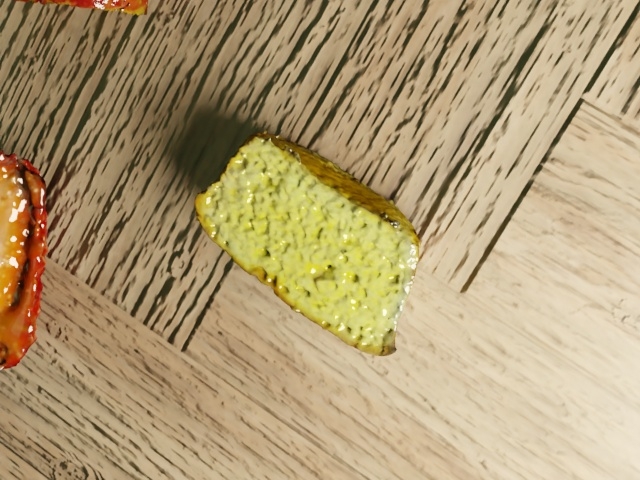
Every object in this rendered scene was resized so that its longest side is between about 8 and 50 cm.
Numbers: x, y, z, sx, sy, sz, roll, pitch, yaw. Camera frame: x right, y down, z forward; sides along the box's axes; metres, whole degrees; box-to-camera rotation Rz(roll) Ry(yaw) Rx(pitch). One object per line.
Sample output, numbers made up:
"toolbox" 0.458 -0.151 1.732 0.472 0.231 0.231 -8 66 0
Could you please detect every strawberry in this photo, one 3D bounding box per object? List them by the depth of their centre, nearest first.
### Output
"strawberry" -0.269 0.019 1.001 0.121 0.082 0.188 24 94 -5

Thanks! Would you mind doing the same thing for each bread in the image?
"bread" 0.000 0.000 0.906 0.187 0.065 0.103 34 104 14

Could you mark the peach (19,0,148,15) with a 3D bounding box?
"peach" -0.213 -0.227 0.939 0.172 0.092 0.127 39 104 14
